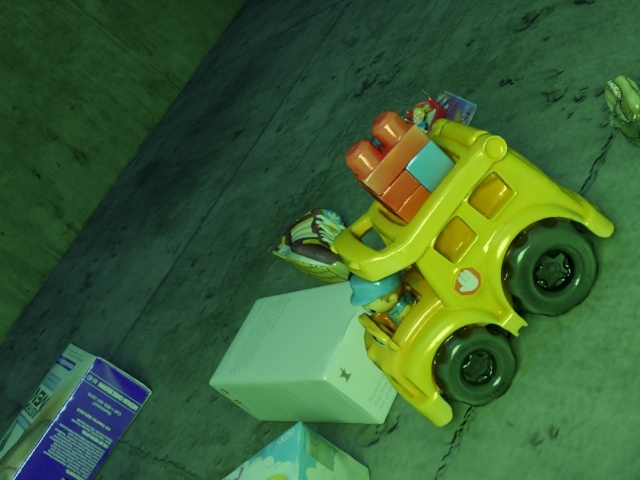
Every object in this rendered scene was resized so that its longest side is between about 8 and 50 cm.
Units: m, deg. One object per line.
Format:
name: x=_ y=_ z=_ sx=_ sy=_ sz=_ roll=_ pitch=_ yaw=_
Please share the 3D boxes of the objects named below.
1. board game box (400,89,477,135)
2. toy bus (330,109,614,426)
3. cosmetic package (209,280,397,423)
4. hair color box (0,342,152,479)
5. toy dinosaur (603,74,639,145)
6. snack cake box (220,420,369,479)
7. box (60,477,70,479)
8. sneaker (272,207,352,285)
board game box: x=0.119 y=-0.135 z=1.183 sx=0.133 sy=0.033 sz=0.169 roll=-49 pitch=20 yaw=5
toy bus: x=0.086 y=0.005 z=0.773 sx=0.220 sy=0.211 sz=0.149 roll=-52 pitch=22 yaw=2
cosmetic package: x=-0.007 y=0.114 z=0.958 sx=0.231 sy=0.085 sz=0.117 roll=-12 pitch=44 yaw=56
hair color box: x=-0.404 y=0.322 z=1.394 sx=0.339 sy=0.110 sz=0.185 roll=-58 pitch=23 yaw=-15
toy dinosaur: x=0.295 y=-0.085 z=0.705 sx=0.118 sy=0.064 sz=0.268 roll=-59 pitch=17 yaw=22
snack cake box: x=-0.079 y=0.290 z=0.805 sx=0.264 sy=0.089 sz=0.152 roll=-41 pitch=24 yaw=24
box: x=-0.241 y=0.335 z=0.990 sx=0.126 sy=0.137 sz=0.072 roll=-56 pitch=21 yaw=-13
sneaker: x=0.000 y=0.000 z=1.151 sx=0.084 sy=0.069 sz=0.185 roll=-59 pitch=22 yaw=-5
